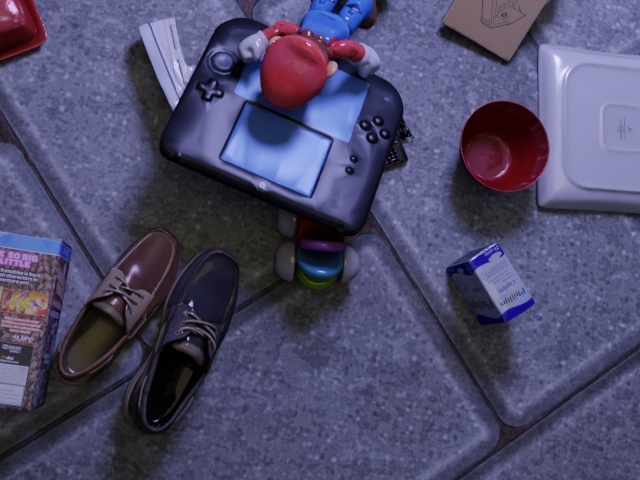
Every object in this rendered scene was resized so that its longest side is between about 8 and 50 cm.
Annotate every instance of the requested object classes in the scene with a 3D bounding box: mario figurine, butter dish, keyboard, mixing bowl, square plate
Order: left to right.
[{"bbox_3d":[-0.596,-0.415,1.476,0.160,0.118,0.160,-24,89,-12],"label":"butter dish"},{"bbox_3d":[-0.018,-0.339,1.495,0.321,0.198,0.170,-59,134,-37],"label":"mario figurine"},{"bbox_3d":[0.120,-0.242,1.623,0.100,0.038,0.192,-23,89,-12],"label":"keyboard"},{"bbox_3d":[0.347,-0.175,1.623,0.181,0.098,0.182,1,82,-10],"label":"mixing bowl"},{"bbox_3d":[0.618,-0.231,1.703,0.343,0.049,0.348,3,83,-9],"label":"square plate"}]

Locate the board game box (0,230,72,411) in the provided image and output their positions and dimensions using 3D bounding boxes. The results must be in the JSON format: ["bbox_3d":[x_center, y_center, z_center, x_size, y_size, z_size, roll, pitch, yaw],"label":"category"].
[{"bbox_3d":[-0.573,0.129,1.403,0.231,0.141,0.291,10,82,-9],"label":"board game box"}]

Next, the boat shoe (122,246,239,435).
[{"bbox_3d":[-0.226,0.184,1.452,0.132,0.130,0.356,25,83,-23],"label":"boat shoe"}]

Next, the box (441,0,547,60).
[{"bbox_3d":[0.364,-0.486,1.644,0.164,0.021,0.201,27,112,-11],"label":"box"}]

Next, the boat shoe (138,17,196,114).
[{"bbox_3d":[-0.258,-0.297,1.533,0.084,0.095,0.258,-22,89,-7],"label":"boat shoe"}]

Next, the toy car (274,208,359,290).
[{"bbox_3d":[0.000,0.000,1.522,0.159,0.136,0.182,5,83,-10],"label":"toy car"}]

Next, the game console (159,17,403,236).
[{"bbox_3d":[-0.056,-0.217,1.497,0.386,0.060,0.342,23,58,-5],"label":"game console"}]

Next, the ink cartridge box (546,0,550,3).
[{"bbox_3d":[0.403,-0.601,1.685,0.219,0.092,0.160,20,82,-8],"label":"ink cartridge box"}]

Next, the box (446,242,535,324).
[{"bbox_3d":[0.323,0.086,1.574,0.072,0.126,0.137,-32,89,-13],"label":"box"}]

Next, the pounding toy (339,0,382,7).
[{"bbox_3d":[0.076,-0.502,1.626,0.130,0.100,0.141,-32,92,-26],"label":"pounding toy"}]

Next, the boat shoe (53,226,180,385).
[{"bbox_3d":[-0.354,0.119,1.455,0.123,0.116,0.324,32,79,-5],"label":"boat shoe"}]
